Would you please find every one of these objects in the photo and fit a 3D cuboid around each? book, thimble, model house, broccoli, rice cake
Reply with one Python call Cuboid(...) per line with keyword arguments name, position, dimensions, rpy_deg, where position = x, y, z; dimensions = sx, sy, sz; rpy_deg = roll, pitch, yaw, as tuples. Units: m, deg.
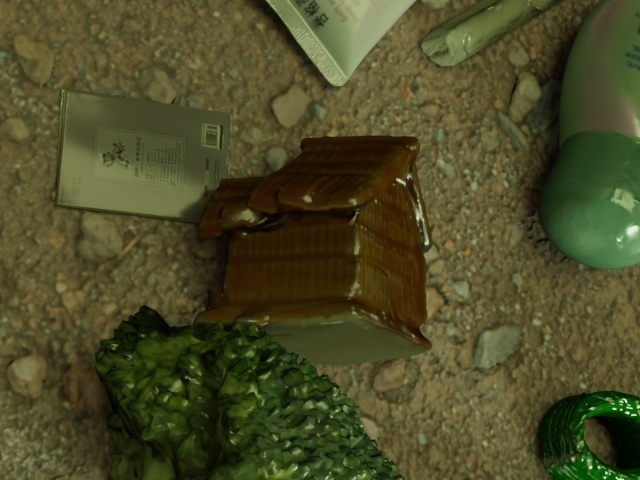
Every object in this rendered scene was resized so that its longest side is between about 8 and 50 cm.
Cuboid(name="book", position=(-0.182, -0.086, 1.284), dimensions=(0.182, 0.014, 0.127), rpy_deg=(6, 76, -20))
Cuboid(name="thimble", position=(0.313, 0.224, 1.369), dimensions=(0.130, 0.090, 0.118), rpy_deg=(-6, 78, -24))
Cuboid(name="model house", position=(0.000, 0.002, 1.261), dimensions=(0.200, 0.219, 0.229), rpy_deg=(-3, 70, 20))
Cuboid(name="broccoli", position=(-0.078, 0.212, 1.073), dimensions=(0.277, 0.318, 0.338), rpy_deg=(42, 23, -40))
Cuboid(name="rice cake", position=(0.229, -0.280, 1.463), dimensions=(0.256, 0.057, 0.052), rpy_deg=(-33, 90, -24))

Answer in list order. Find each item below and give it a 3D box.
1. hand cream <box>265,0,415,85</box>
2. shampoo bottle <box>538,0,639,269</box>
Cuboid(name="hand cream", position=(0.085, -0.349, 1.405), dimensions=(0.359, 0.118, 0.185), rpy_deg=(-41, 101, -16))
Cuboid(name="shampoo bottle", position=(0.366, -0.127, 1.434), dimensions=(0.222, 0.151, 0.349), rpy_deg=(33, 68, -18))
